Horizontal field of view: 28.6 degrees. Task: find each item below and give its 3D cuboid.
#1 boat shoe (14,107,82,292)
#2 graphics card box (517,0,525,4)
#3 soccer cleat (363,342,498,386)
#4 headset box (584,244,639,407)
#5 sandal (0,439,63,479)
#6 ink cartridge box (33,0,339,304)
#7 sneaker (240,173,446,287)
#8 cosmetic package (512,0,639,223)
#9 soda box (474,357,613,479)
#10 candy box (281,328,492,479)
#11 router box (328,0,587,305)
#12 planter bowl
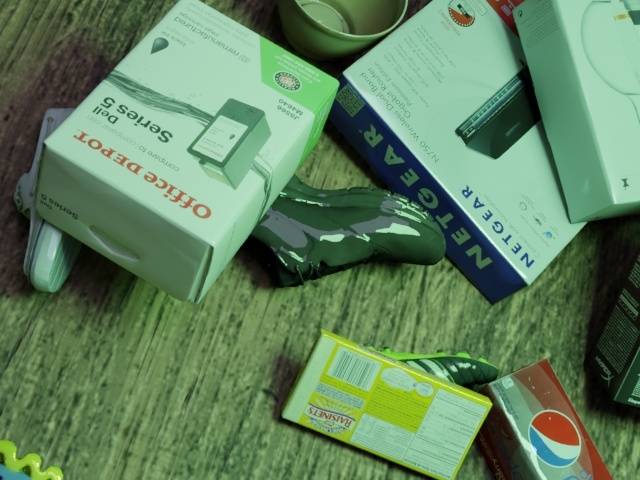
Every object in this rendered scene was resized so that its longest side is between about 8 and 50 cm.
[{"bbox_3d":[-0.287,-0.045,1.335,0.076,0.083,0.226,8,54,4],"label":"boat shoe"},{"bbox_3d":[0.419,-0.327,1.760,0.233,0.094,0.371,44,56,2],"label":"graphics card box"},{"bbox_3d":[0.114,0.159,1.406,0.179,0.060,0.072,5,72,-14],"label":"soccer cleat"},{"bbox_3d":[0.477,0.067,1.466,0.218,0.293,0.110,16,18,-15],"label":"headset box"},{"bbox_3d":[-0.354,0.230,1.136,0.317,0.126,0.138,24,61,-1],"label":"sandal"},{"bbox_3d":[-0.135,-0.099,1.293,0.198,0.114,0.273,30,52,4],"label":"ink cartridge box"},{"bbox_3d":[0.000,0.000,1.419,0.286,0.109,0.130,12,66,-6],"label":"sneaker"},{"bbox_3d":[0.451,-0.187,1.581,0.377,0.097,0.284,-9,81,-27],"label":"cosmetic package"},{"bbox_3d":[0.263,0.271,1.391,0.092,0.083,0.263,-18,73,-29],"label":"soda box"},{"bbox_3d":[0.072,0.180,1.354,0.206,0.105,0.027,24,14,-11],"label":"candy box"},{"bbox_3d":[0.209,-0.139,1.562,0.335,0.082,0.301,48,56,-1],"label":"router box"},{"bbox_3d":[0.013,-0.291,1.559,0.162,0.109,0.162,10,62,-18],"label":"planter bowl"}]
